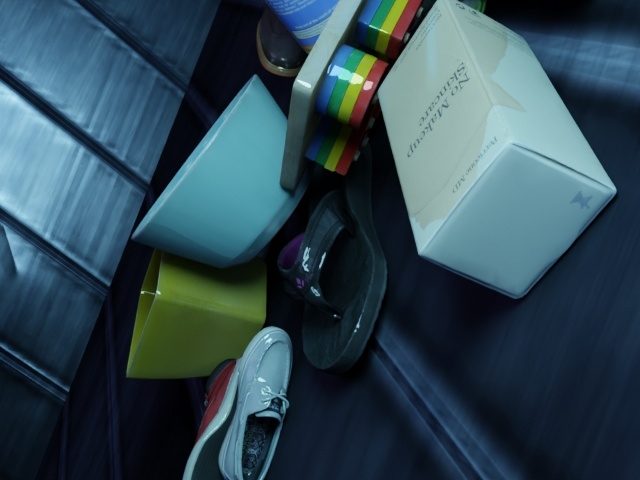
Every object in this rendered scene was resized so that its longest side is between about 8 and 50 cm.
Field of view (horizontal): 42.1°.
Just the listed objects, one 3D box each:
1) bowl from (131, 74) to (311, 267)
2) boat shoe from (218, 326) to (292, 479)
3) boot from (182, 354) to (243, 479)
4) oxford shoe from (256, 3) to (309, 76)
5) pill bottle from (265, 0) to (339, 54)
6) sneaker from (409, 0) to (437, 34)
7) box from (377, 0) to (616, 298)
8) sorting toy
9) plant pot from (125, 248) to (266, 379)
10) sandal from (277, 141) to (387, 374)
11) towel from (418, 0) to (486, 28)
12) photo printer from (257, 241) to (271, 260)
[{"bbox_3d":[-0.130,-0.080,1.263,0.311,0.163,0.311,-49,12,14],"label":"bowl"},{"bbox_3d":[-0.077,0.236,1.160,0.081,0.079,0.227,8,82,59],"label":"boat shoe"},{"bbox_3d":[-0.157,0.293,1.278,0.176,0.088,0.244,-25,39,62],"label":"boot"},{"bbox_3d":[-0.052,-0.488,1.690,0.133,0.130,0.364,108,171,-56],"label":"oxford shoe"},{"bbox_3d":[-0.038,-0.431,1.288,0.152,0.272,0.152,-25,40,23],"label":"pill bottle"},{"bbox_3d":[0.141,-0.376,1.143,0.267,0.106,0.101,-37,25,37],"label":"sneaker"},{"bbox_3d":[0.160,-0.106,0.839,0.148,0.121,0.311,-56,24,30],"label":"box"},{"bbox_3d":[0.046,-0.211,1.090,0.257,0.089,0.255,106,-170,-66],"label":"sorting toy"},{"bbox_3d":[-0.199,0.107,1.395,0.212,0.187,0.212,-94,25,-49],"label":"plant pot"},{"bbox_3d":[-0.001,0.001,1.147,0.167,0.107,0.446,-53,24,34],"label":"sandal"},{"bbox_3d":[0.173,-0.294,1.135,0.152,0.023,0.113,-15,56,64],"label":"towel"},{"bbox_3d":[-0.180,-0.009,1.597,0.307,0.107,0.256,-44,31,47],"label":"photo printer"}]
